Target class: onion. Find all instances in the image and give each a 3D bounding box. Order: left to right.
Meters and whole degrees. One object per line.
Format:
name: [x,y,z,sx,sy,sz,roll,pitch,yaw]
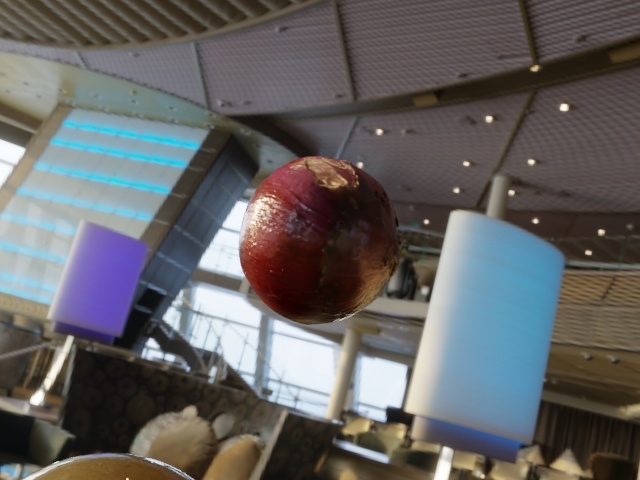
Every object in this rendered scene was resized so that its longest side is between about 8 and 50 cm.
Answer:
onion: [0.000,0.000,0.517,0.131,0.131,0.131,14,-12,3]

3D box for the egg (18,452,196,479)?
egg: [-0.198,0.374,0.612,0.301,0.373,0.301,2,20,-1]
